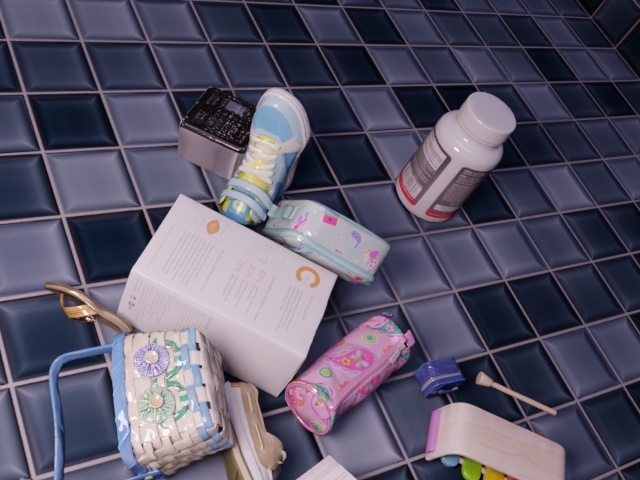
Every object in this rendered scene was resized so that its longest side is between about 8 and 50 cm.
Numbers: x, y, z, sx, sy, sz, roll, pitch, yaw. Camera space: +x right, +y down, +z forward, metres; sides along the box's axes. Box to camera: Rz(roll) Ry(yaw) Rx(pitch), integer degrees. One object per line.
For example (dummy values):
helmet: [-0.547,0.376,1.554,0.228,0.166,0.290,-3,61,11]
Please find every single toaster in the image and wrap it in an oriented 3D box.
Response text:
toaster: [-0.213,-0.245,1.750,0.185,0.110,0.168,24,48,1]

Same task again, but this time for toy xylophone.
toy xylophone: [0.377,0.415,1.563,0.322,0.081,0.236,31,47,-2]

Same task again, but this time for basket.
basket: [-0.302,0.269,1.261,0.288,0.201,0.255,-20,60,5]

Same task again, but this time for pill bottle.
pill bottle: [0.328,-0.202,1.861,0.176,0.318,0.176,15,50,-18]

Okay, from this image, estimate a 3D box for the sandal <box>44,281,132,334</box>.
sandal: [-0.425,0.130,1.392,0.180,0.072,0.049,34,68,-5]

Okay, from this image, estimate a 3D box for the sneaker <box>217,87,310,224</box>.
sneaker: [-0.125,-0.150,1.601,0.127,0.319,0.208,25,54,10]

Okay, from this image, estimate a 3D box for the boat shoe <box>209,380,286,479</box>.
boat shoe: [-0.111,0.375,1.322,0.103,0.113,0.302,-12,60,-27]

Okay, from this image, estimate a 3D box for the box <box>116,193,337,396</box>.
box: [-0.174,0.105,1.464,0.345,0.168,0.215,28,47,-5]

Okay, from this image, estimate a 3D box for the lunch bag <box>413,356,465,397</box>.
lunch bag: [0.252,0.290,1.607,0.098,0.067,0.065,-4,56,-31]

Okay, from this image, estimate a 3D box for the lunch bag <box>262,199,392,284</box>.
lunch bag: [0.000,0.000,1.573,0.224,0.279,0.108,28,82,-16]

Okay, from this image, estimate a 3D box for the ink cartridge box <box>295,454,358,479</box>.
ink cartridge box: [0.007,0.501,1.186,0.261,0.066,0.296,33,39,31]

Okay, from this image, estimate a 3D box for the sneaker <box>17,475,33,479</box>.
sneaker: [-0.475,0.437,1.107,0.081,0.080,0.211,38,48,9]

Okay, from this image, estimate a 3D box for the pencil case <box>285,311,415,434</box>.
pencil case: [0.062,0.255,1.500,0.284,0.124,0.124,-31,73,-40]
